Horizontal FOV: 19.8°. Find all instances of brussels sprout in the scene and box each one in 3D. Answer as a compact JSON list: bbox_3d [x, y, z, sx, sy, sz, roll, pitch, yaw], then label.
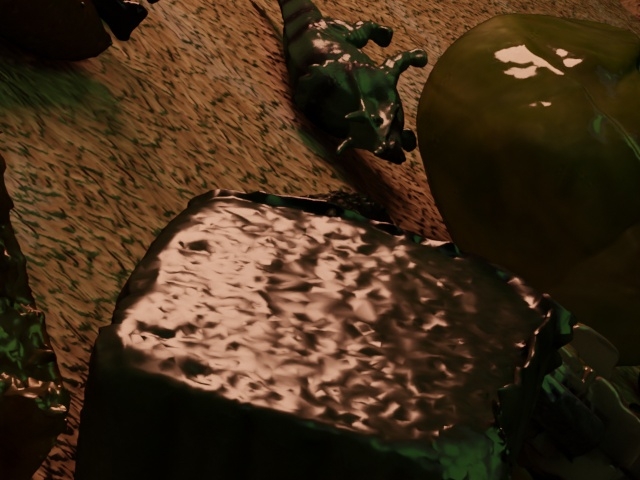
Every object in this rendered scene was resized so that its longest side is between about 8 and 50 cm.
[{"bbox_3d":[0.220,-0.043,1.488,0.328,0.247,0.328,43,27,-29],"label":"brussels sprout"}]

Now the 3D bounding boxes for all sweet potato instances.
[{"bbox_3d":[-0.229,-0.155,1.129,0.108,0.079,0.346,57,24,4],"label":"sweet potato"}]

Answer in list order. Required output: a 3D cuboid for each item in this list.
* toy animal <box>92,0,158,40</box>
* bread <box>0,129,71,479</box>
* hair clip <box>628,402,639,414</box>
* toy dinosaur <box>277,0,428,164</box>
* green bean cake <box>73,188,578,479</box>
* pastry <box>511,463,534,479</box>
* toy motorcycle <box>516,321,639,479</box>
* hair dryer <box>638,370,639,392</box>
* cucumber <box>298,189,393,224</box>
[{"bbox_3d":[-0.167,-0.241,1.340,0.146,0.114,0.245,40,3,-16],"label":"toy animal"},{"bbox_3d":[-0.220,-0.062,0.793,0.109,0.185,0.380,-15,56,-39],"label":"bread"},{"bbox_3d":[0.335,0.197,1.514,0.229,0.036,0.066,28,19,-20],"label":"hair clip"},{"bbox_3d":[0.021,-0.155,1.573,0.120,0.079,0.292,10,33,-18],"label":"toy dinosaur"},{"bbox_3d":[0.003,0.076,0.904,0.223,0.125,0.227,14,32,7],"label":"green bean cake"},{"bbox_3d":[0.059,0.155,1.017,0.166,0.088,0.166,35,18,-13],"label":"pastry"},{"bbox_3d":[0.130,0.092,1.185,0.223,0.108,0.341,42,0,27],"label":"toy motorcycle"},{"bbox_3d":[0.309,0.090,1.671,0.128,0.070,0.255,27,17,-34],"label":"hair dryer"},{"bbox_3d":[0.000,0.000,1.257,0.067,0.067,0.293,46,20,11],"label":"cucumber"}]
